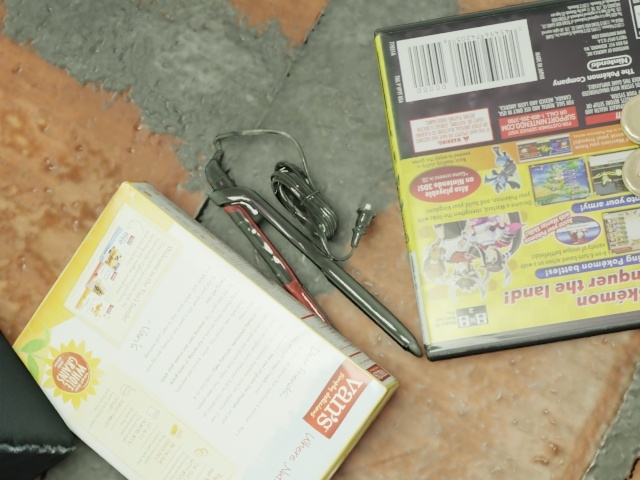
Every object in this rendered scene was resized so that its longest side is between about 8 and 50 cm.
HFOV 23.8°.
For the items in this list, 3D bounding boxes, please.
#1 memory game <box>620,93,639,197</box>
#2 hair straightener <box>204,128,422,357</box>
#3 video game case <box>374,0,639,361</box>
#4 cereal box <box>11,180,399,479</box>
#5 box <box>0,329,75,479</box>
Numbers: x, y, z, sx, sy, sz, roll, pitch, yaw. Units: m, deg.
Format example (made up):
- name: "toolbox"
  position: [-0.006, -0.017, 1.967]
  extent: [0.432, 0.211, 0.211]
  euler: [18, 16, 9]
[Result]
- name: "memory game"
  position: [0.302, -0.066, 1.066]
  extent: [0.186, 0.012, 0.186]
  euler: [-1, 77, 4]
- name: "hair straightener"
  position: [0.000, 0.000, 1.110]
  extent: [0.089, 0.047, 0.230]
  euler: [-39, 73, -2]
- name: "video game case"
  position: [0.192, -0.056, 1.099]
  extent: [0.275, 0.035, 0.248]
  euler: [-9, 77, 4]
- name: "cereal box"
  position: [-0.088, 0.096, 1.073]
  extent: [0.240, 0.047, 0.173]
  euler: [39, 102, 11]
- name: "box"
  position: [-0.511, 0.085, 1.001]
  extent: [0.472, 0.297, 0.480]
  euler: [-38, 77, 2]
